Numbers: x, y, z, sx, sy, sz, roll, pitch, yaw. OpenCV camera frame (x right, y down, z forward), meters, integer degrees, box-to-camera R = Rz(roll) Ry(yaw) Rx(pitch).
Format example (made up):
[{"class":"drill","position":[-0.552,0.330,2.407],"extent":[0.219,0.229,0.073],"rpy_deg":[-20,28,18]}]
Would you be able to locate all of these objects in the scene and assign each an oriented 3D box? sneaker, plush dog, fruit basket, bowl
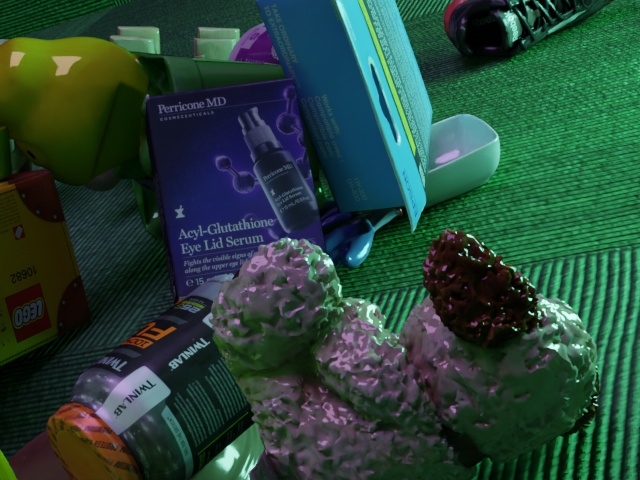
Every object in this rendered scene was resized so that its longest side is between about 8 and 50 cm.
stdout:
[{"class":"sneaker","position":[0.305,-0.328,1.701],"extent":[0.276,0.098,0.135],"rpy_deg":[-16,23,19]},{"class":"plush dog","position":[0.080,0.106,0.824],"extent":[0.225,0.262,0.211],"rpy_deg":[-25,54,17]},{"class":"fruit basket","position":[-0.221,-0.118,1.426],"extent":[0.392,0.283,0.392],"rpy_deg":[-8,13,2]},{"class":"bowl","position":[0.132,-0.086,1.371],"extent":[0.142,0.053,0.142],"rpy_deg":[-23,23,-4]}]

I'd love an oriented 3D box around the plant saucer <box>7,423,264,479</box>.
[{"class":"plant saucer","position":[-0.182,0.206,1.019],"extent":[0.278,0.041,0.278],"rpy_deg":[-19,22,8]}]

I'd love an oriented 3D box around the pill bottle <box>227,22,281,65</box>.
[{"class":"pill bottle","position":[0.002,-0.210,1.617],"extent":[0.169,0.169,0.301],"rpy_deg":[-31,24,-21]}]

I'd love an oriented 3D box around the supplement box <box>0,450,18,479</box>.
[{"class":"supplement box","position":[-0.296,0.193,0.730],"extent":[0.194,0.357,0.195],"rpy_deg":[-36,25,-30]}]

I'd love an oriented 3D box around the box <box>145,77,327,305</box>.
[{"class":"box","position":[-0.087,-0.044,1.195],"extent":[0.153,0.207,0.108],"rpy_deg":[-10,-8,-10]}]

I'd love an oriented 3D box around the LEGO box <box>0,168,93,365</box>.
[{"class":"LEGO box","position":[-0.564,0.089,1.284],"extent":[0.372,0.193,0.500],"rpy_deg":[-5,14,36]}]

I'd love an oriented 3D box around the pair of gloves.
[{"class":"pair of gloves","position":[0.000,0.000,1.339],"extent":[0.159,0.023,0.198],"rpy_deg":[-35,25,-24]}]

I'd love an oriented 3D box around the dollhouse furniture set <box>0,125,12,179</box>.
[{"class":"dollhouse furniture set","position":[-0.447,-0.097,1.180],"extent":[0.197,0.151,0.301],"rpy_deg":[-11,12,4]}]

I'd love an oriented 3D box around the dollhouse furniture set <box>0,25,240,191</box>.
[{"class":"dollhouse furniture set","position":[-0.322,-0.159,1.826],"extent":[0.394,0.256,0.362],"rpy_deg":[1,25,1]}]

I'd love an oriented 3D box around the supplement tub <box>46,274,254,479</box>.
[{"class":"supplement tub","position":[-0.113,0.120,0.942],"extent":[0.117,0.117,0.190],"rpy_deg":[4,33,47]}]

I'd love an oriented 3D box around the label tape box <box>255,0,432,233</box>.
[{"class":"label tape box","position":[0.028,-0.174,1.266],"extent":[0.115,0.249,0.348],"rpy_deg":[-16,23,15]}]
